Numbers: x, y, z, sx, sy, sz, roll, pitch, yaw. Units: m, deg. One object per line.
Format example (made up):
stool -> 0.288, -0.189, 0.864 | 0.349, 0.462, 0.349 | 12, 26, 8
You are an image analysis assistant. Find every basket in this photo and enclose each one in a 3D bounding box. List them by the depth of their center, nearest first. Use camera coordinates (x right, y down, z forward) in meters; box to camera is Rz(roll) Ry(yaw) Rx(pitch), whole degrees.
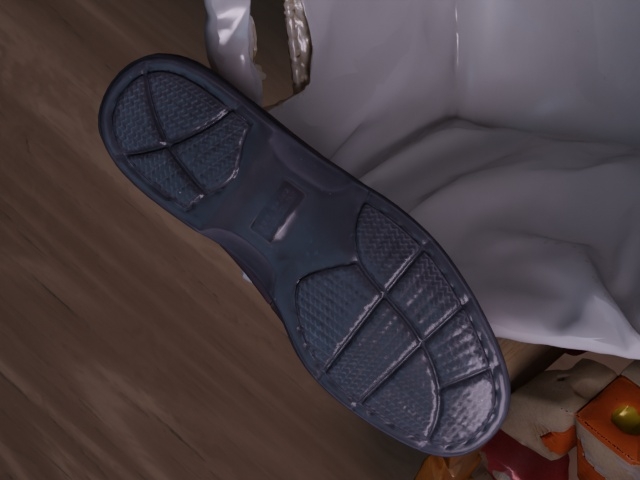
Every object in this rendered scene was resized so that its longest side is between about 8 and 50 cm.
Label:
basket -> 0.133, -0.138, 1.212 | 0.331, 0.266, 0.328 | 10, 119, 33

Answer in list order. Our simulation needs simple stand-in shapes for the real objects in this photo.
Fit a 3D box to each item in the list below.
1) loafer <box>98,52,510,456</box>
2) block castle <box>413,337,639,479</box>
loafer -> 0.000, 0.000, 1.165 | 0.302, 0.095, 0.109 | 44, 102, 1
block castle -> 0.279, 0.215, 1.339 | 0.453, 0.213, 0.303 | 38, 142, 22
